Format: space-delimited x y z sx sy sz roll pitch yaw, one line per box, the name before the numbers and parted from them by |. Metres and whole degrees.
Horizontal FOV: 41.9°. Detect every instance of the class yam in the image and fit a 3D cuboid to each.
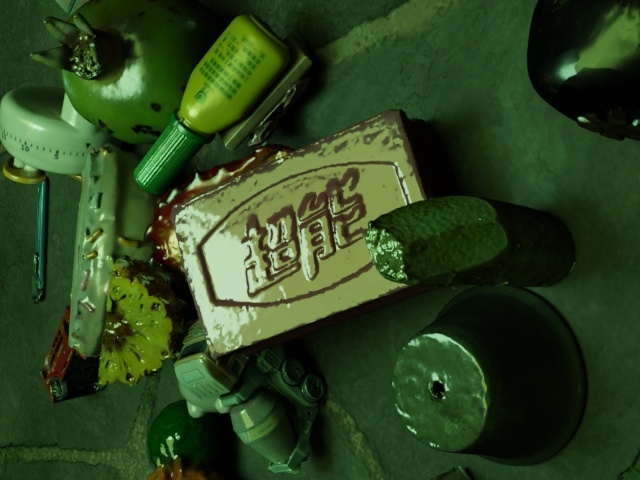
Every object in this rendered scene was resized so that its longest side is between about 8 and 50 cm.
yam | 0.176 0.003 0.951 0.106 0.259 0.106 -6 82 50

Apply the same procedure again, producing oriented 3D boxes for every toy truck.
toy truck | -0.103 0.231 1.258 0.108 0.140 0.257 -23 122 43
toy truck | -0.478 0.211 1.690 0.114 0.107 0.252 48 124 30

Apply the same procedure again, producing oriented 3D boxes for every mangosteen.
mangosteen | 0.325 -0.213 0.827 0.243 0.243 0.243 4 95 44

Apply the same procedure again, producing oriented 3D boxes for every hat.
hat | -0.244 0.488 1.406 0.285 0.285 0.400 -44 45 36

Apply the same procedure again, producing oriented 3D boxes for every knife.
knife | -0.635 0.003 1.885 0.044 0.026 0.296 17 105 54

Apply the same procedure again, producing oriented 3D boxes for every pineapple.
pineapple | -0.263 0.137 1.277 0.079 0.135 0.233 -92 17 -56

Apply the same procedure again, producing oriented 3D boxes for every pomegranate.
pomegranate | -0.290 -0.270 1.342 0.291 0.323 0.290 5 116 10

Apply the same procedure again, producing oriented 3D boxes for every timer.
timer | -0.483 -0.232 1.580 0.233 0.233 0.240 36 120 37

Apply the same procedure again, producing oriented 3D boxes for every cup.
cup | -0.186 0.216 1.389 0.173 0.134 0.142 -17 81 43

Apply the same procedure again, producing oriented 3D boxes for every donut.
donut | -0.355 0.022 1.463 0.382 0.142 0.382 -174 90 -72

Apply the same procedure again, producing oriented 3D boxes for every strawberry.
strawberry | -0.130 -0.027 1.317 0.253 0.150 0.280 16 99 13

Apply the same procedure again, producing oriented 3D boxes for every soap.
soap | 0.000 0.000 1.122 0.360 0.128 0.233 -22 79 19

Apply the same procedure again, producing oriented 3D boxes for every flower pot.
flower pot | 0.184 0.173 1.024 0.235 0.148 0.235 2 92 44

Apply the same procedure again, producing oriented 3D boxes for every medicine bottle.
medicine bottle | -0.172 -0.196 1.251 0.309 0.076 0.111 -48 68 12

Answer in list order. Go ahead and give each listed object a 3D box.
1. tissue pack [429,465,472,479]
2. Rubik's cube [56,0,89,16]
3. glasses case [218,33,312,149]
tissue pack | 0.150 0.389 1.101 0.106 0.099 0.148 54 126 27
Rubik's cube | -0.430 -0.541 1.574 0.233 0.229 0.228 40 170 -5
glasses case | -0.069 -0.208 1.275 0.193 0.070 0.102 -46 43 15
